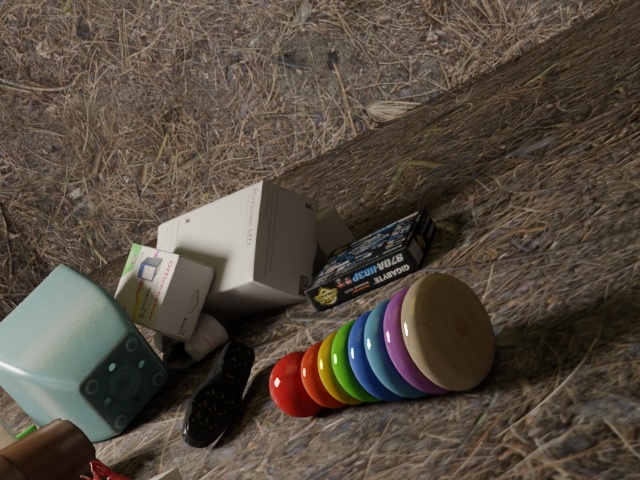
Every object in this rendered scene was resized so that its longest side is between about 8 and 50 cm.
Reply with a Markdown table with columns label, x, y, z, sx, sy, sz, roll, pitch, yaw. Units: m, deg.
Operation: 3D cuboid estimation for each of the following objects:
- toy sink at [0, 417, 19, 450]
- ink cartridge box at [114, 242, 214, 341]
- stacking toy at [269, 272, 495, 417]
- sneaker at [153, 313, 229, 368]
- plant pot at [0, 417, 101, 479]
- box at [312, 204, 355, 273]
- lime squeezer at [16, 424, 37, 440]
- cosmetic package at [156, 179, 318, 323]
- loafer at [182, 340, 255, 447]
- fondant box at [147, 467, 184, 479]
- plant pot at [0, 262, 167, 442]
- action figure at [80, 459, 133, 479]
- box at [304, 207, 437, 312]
| label | x | y | z | sx | sy | sz | roll | pitch | yaw |
| --- | --- | --- | --- | --- | --- | --- | --- | --- | --- |
| toy sink | -0.652 | 0.425 | 1.688 | 0.234 | 0.153 | 0.131 | -32 | 12 | 3 |
| ink cartridge box | -0.316 | 0.099 | 1.757 | 0.212 | 0.093 | 0.154 | 12 | 81 | 52 |
| stacking toy | 0.056 | 0.158 | 1.125 | 0.330 | 0.141 | 0.141 | -30 | 11 | 44 |
| sneaker | -0.290 | 0.209 | 1.792 | 0.232 | 0.090 | 0.115 | -17 | 23 | 52 |
| plant pot | -0.447 | 0.378 | 1.400 | 0.167 | 0.167 | 0.165 | -19 | 10 | 45 |
| box | 0.000 | 0.000 | 1.851 | 0.087 | 0.102 | 0.101 | -22 | 16 | 46 |
| lime squeezer | -0.745 | 0.499 | 1.891 | 0.310 | 0.059 | 0.110 | -36 | -17 | -9 |
| cosmetic package | -0.184 | 0.039 | 1.823 | 0.385 | 0.156 | 0.217 | -22 | 58 | 46 |
| loafer | -0.160 | 0.250 | 1.393 | 0.223 | 0.076 | 0.078 | -65 | -2 | -56 |
| fondant box | -0.327 | 0.396 | 1.018 | 0.330 | 0.096 | 0.238 | -29 | -4 | 19 |
| plant pot | -0.437 | 0.230 | 1.667 | 0.252 | 0.247 | 0.248 | 14 | 53 | 41 |
| action figure | -0.317 | 0.360 | 1.194 | 0.280 | 0.139 | 0.091 | -24 | 16 | 21 |
| box | 0.093 | 0.035 | 1.615 | 0.220 | 0.051 | 0.175 | -26 | 14 | 27 |
